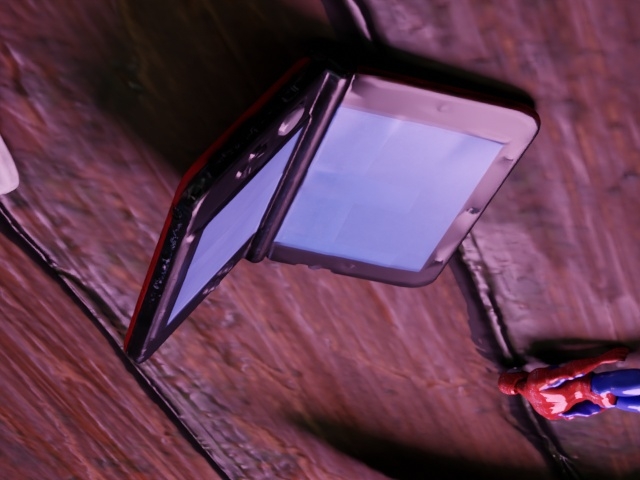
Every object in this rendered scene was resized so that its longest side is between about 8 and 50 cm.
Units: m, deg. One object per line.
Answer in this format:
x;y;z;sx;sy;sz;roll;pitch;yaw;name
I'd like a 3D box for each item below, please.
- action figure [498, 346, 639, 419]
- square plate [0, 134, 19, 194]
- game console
0.137;0.069;0.708;0.115;0.030;0.038;-1;141;26;action figure
-0.284;-0.043;0.470;0.347;0.049;0.344;-12;169;-8;square plate
0.000;0.000;0.591;0.085;0.124;0.144;37;147;7;game console
